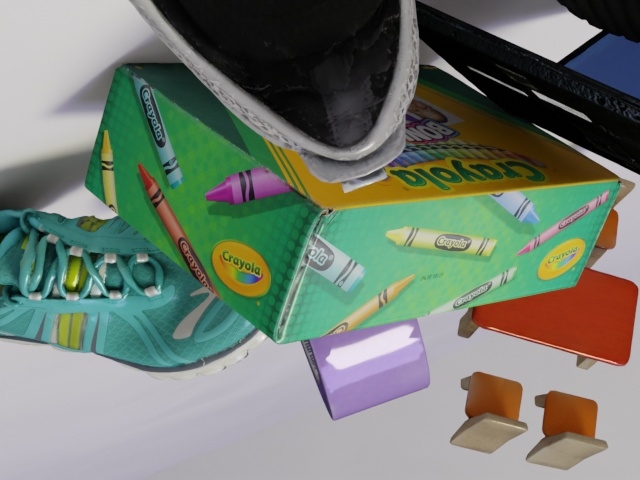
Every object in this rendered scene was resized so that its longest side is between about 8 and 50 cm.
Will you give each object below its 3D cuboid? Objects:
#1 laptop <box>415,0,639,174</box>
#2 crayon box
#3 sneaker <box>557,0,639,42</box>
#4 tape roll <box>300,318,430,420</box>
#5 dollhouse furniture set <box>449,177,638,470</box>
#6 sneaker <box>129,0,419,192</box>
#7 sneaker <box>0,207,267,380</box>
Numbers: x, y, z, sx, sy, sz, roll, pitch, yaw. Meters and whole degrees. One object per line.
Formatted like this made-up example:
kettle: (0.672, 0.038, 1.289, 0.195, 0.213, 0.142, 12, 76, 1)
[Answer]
laptop: (0.206, -0.102, 0.847, 0.264, 0.234, 0.137, 30, 91, -53)
crayon box: (0.026, -0.032, 0.862, 0.278, 0.165, 0.081, -7, 125, -48)
sneaker: (0.276, -0.180, 0.764, 0.330, 0.146, 0.122, 0, 148, 21)
tape roll: (0.015, 0.037, 1.142, 0.080, 0.189, 0.189, -20, 169, -3)
dollhouse furniture set: (0.159, 0.042, 1.323, 0.259, 0.262, 0.135, 15, 158, -10)
sneaker: (-0.029, -0.123, 0.319, 0.105, 0.115, 0.281, -27, 139, 8)
sneaker: (-0.145, 0.026, 0.914, 0.275, 0.107, 0.110, -2, 166, 27)
